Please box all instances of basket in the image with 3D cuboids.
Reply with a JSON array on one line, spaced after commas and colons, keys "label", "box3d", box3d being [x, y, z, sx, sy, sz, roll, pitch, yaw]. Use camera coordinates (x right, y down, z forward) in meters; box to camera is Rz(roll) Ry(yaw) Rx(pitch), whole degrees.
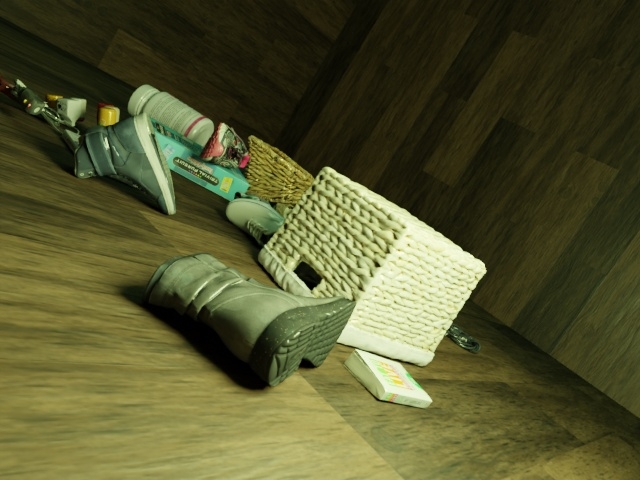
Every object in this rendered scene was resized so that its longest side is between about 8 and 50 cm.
[{"label": "basket", "box3d": [-0.113, -0.224, 1.948, 0.214, 0.222, 0.299, 6, -2, 18]}, {"label": "basket", "box3d": [0.107, 0.053, 1.220, 0.331, 0.266, 0.328, 22, 13, -42]}]

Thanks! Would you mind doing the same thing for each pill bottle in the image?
[{"label": "pill bottle", "box3d": [-0.544, -0.436, 2.063, 0.283, 0.160, 0.160, 33, 8, 8]}]

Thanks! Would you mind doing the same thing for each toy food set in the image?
[{"label": "toy food set", "box3d": [-0.579, -0.290, 1.411, 0.232, 0.104, 0.111, 16, 16, 22]}]

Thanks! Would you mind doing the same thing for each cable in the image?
[{"label": "cable", "box3d": [0.437, 0.289, 1.798, 0.151, 0.047, 0.184, 33, 7, 4]}]

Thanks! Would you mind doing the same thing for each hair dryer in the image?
[{"label": "hair dryer", "box3d": [-0.692, -0.324, 1.248, 0.294, 0.080, 0.223, 38, -8, 3]}]

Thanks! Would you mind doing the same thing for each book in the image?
[{"label": "book", "box3d": [0.117, 0.239, 0.966, 0.144, 0.035, 0.096, 26, 14, -46]}]

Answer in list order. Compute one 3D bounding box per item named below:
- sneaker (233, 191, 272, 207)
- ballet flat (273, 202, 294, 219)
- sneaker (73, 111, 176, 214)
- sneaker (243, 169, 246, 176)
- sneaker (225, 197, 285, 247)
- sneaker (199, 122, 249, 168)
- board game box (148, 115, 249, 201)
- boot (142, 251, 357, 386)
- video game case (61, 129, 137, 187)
[{"label": "sneaker", "box3d": [-0.163, -0.087, 1.572, 0.098, 0.083, 0.224, 3, 19, -29]}, {"label": "ballet flat", "box3d": [-0.099, -0.049, 1.559, 0.067, 0.073, 0.206, -5, 32, 2]}, {"label": "sneaker", "box3d": [-0.383, -0.130, 1.115, 0.086, 0.164, 0.226, -114, -170, -50]}, {"label": "sneaker", "box3d": [-0.156, -0.245, 2.273, 0.281, 0.162, 0.106, 37, -4, -32]}, {"label": "sneaker", "box3d": [-0.132, -0.028, 1.412, 0.258, 0.094, 0.091, 27, 22, 13]}, {"label": "sneaker", "box3d": [-0.273, -0.272, 1.690, 0.112, 0.120, 0.299, 34, 8, -5]}, {"label": "board game box", "box3d": [-0.404, -0.254, 1.786, 0.336, 0.079, 0.254, 28, 10, -25]}, {"label": "boot", "box3d": [-0.085, 0.088, 0.836, 0.223, 0.118, 0.338, 29, 2, 18]}, {"label": "video game case", "box3d": [-0.459, -0.169, 1.275, 0.201, 0.023, 0.183, 25, 10, -45]}]
